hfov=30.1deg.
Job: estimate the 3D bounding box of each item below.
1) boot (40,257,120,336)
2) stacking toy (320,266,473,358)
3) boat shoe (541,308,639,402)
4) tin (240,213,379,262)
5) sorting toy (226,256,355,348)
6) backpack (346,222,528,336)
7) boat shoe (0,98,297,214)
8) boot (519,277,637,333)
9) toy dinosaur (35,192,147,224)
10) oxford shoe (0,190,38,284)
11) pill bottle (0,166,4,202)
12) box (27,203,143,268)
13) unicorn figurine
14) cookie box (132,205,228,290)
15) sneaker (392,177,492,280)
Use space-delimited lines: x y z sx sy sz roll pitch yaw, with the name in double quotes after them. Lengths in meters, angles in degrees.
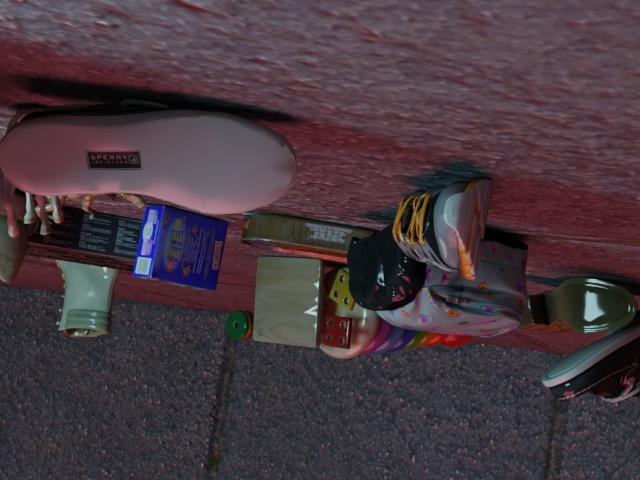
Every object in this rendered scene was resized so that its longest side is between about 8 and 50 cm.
-0.403 0.074 1.948 0.213 0.165 0.077 0 168 43 "boot"
0.140 0.121 1.921 0.330 0.141 0.141 6 177 -44 "stacking toy"
0.396 0.158 1.538 0.302 0.091 0.114 -21 176 -42 "boat shoe"
0.000 0.000 1.424 0.190 0.040 0.106 9 177 -8 "tin"
-0.032 0.093 1.823 0.274 0.132 0.046 2 178 42 "sorting toy"
0.134 0.041 1.278 0.182 0.115 0.152 9 171 -24 "backpack"
-0.125 -0.072 0.893 0.219 0.077 0.070 5 -153 0 "boat shoe"
0.367 0.088 1.614 0.197 0.073 0.152 -4 175 43 "boot"
-0.286 -0.058 1.307 0.183 0.053 0.092 3 159 -19 "toy dinosaur"
-0.537 -0.023 1.482 0.348 0.130 0.123 9 173 -9 "oxford shoe"
-0.328 -0.063 0.859 0.146 0.146 0.264 7 173 12 "pill bottle"
-0.380 -0.010 1.696 0.270 0.060 0.216 10 172 -14 "box"
-0.246 -0.062 1.019 0.060 0.111 0.162 -7 -167 -21 "unicorn figurine"
-0.173 0.011 1.486 0.040 0.092 0.107 5 172 45 "cookie box"
0.102 -0.011 1.038 0.083 0.084 0.215 13 174 5 "sneaker"
